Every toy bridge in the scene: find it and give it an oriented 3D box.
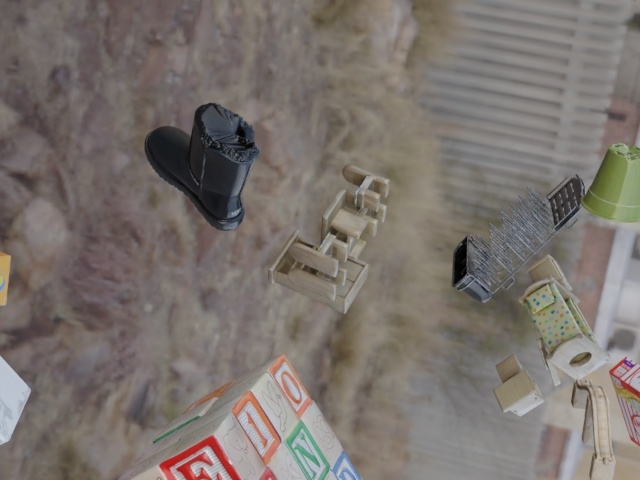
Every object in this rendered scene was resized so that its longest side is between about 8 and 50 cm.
[{"bbox_3d":[0.319,0.208,1.342,0.188,0.026,0.063,-77,171,-69],"label":"toy bridge"}]

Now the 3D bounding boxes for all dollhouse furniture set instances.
[{"bbox_3d":[0.000,0.000,2.090,0.212,0.161,0.242,-57,162,-33],"label":"dollhouse furniture set"},{"bbox_3d":[0.280,0.121,1.613,0.101,0.161,0.182,34,26,-46],"label":"dollhouse furniture set"}]

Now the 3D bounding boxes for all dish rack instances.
[{"bbox_3d":[0.350,-0.018,2.028,0.271,0.074,0.208,-45,-171,19],"label":"dish rack"}]

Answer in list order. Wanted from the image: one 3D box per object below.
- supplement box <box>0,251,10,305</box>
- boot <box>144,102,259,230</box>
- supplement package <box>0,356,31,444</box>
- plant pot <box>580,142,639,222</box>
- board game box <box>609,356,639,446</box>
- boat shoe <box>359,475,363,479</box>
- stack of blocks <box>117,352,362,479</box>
[{"bbox_3d":[-0.519,0.022,1.555,0.078,0.233,0.080,-8,116,-54],"label":"supplement box"},{"bbox_3d":[-0.197,-0.159,1.919,0.094,0.246,0.207,-28,153,-30],"label":"boot"},{"bbox_3d":[-0.632,0.264,1.907,0.194,0.203,0.149,54,18,-22],"label":"supplement package"},{"bbox_3d":[0.371,-0.074,1.424,0.083,0.083,0.079,-54,156,-60],"label":"plant pot"},{"bbox_3d":[0.565,0.299,1.920,0.045,0.147,0.193,-37,128,-13],"label":"board game box"},{"bbox_3d":[-0.050,0.397,1.370,0.367,0.156,0.136,-25,114,-36],"label":"boat shoe"},{"bbox_3d":[-0.051,0.204,0.730,0.171,0.087,0.297,58,17,-4],"label":"stack of blocks"}]
